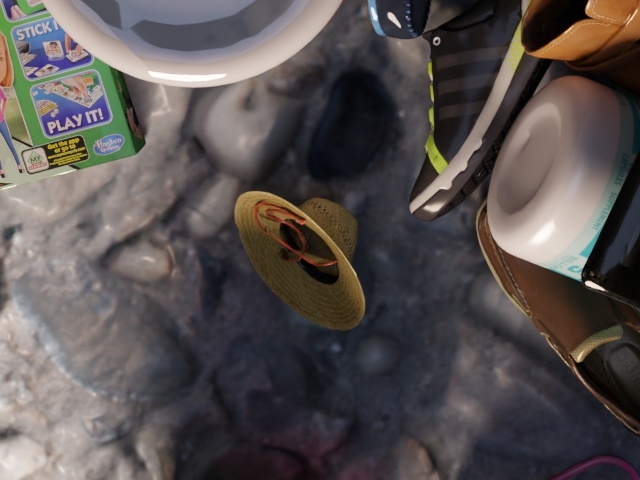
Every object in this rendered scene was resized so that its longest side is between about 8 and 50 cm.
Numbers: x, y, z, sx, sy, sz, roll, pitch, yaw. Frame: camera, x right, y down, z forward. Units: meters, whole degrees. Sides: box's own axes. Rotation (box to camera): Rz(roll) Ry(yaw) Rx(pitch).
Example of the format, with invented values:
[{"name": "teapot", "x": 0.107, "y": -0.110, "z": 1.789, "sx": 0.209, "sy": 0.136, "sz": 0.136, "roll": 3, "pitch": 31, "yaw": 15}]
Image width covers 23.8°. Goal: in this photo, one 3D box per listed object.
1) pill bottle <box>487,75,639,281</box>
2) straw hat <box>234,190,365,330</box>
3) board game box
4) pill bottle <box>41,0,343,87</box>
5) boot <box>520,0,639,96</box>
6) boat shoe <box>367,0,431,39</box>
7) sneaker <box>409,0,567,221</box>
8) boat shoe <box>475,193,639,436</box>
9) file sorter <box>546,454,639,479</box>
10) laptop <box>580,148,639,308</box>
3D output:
[{"name": "pill bottle", "x": 0.274, "y": -0.018, "z": 1.182, "sx": 0.264, "sy": 0.146, "sz": 0.146, "roll": 20, "pitch": 106, "yaw": -17}, {"name": "straw hat", "x": 0.000, "y": 0.000, "z": 1.255, "sx": 0.061, "sy": 0.144, "sz": 0.144, "roll": -45, "pitch": 102, "yaw": -30}, {"name": "board game box", "x": -0.327, "y": -0.135, "z": 1.246, "sx": 0.317, "sy": 0.046, "sz": 0.214, "roll": -15, "pitch": 105, "yaw": 7}, {"name": "pill bottle", "x": -0.070, "y": -0.234, "z": 1.041, "sx": 0.210, "sy": 0.363, "sz": 0.210, "roll": 1, "pitch": 105, "yaw": 2}, {"name": "boot", "x": 0.292, "y": -0.214, "z": 1.099, "sx": 0.220, "sy": 0.109, "sz": 0.283, "roll": 9, "pitch": 141, "yaw": -26}, {"name": "boat shoe", "x": 0.090, "y": -0.278, "z": 1.151, "sx": 0.089, "sy": 0.109, "sz": 0.258, "roll": 10, "pitch": 108, "yaw": 14}, {"name": "sneaker", "x": 0.119, "y": -0.130, "z": 1.219, "sx": 0.097, "sy": 0.084, "sz": 0.235, "roll": 31, "pitch": 100, "yaw": 13}, {"name": "boat shoe", "x": 0.224, "y": 0.062, "z": 1.246, "sx": 0.095, "sy": 0.095, "sz": 0.257, "roll": -40, "pitch": 100, "yaw": 12}, {"name": "file sorter", "x": 0.229, "y": 0.328, "z": 1.221, "sx": 0.182, "sy": 0.291, "sz": 0.202, "roll": -30, "pitch": 102, "yaw": 8}, {"name": "laptop", "x": 0.436, "y": -0.091, "z": 1.112, "sx": 0.407, "sy": 0.236, "sz": 0.382, "roll": 22, "pitch": 104, "yaw": -5}]
